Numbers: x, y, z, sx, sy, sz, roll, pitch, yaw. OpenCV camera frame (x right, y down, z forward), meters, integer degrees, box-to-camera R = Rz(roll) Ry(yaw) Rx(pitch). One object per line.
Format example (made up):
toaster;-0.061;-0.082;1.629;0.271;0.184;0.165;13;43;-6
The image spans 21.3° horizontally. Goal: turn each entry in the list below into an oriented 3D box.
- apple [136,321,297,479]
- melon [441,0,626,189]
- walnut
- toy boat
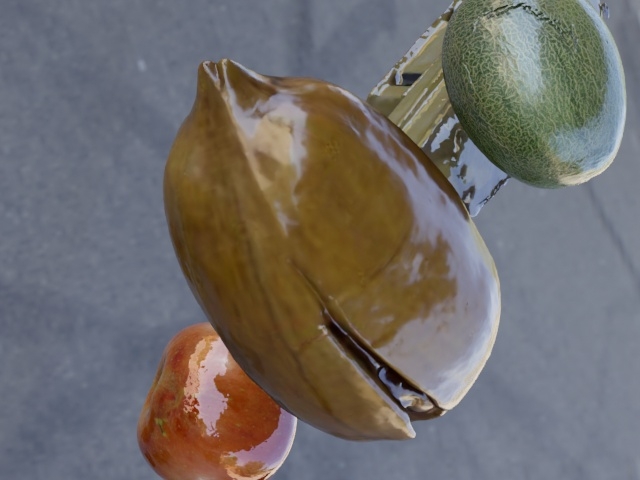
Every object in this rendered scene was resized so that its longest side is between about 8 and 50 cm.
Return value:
apple;-0.093;0.160;1.589;0.139;0.163;0.163;21;45;-7
melon;0.166;-0.132;1.340;0.192;0.139;0.139;66;26;-2
walnut;0.000;0.000;1.217;0.336;0.209;0.209;58;31;-31
toy boat;0.125;-0.137;1.536;0.445;0.162;0.136;-52;132;-42
